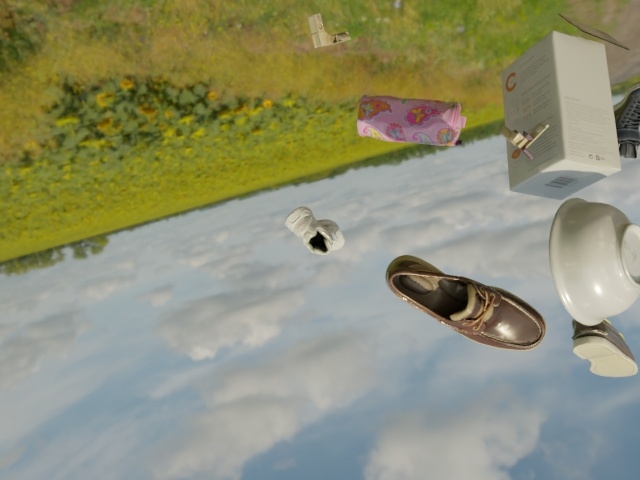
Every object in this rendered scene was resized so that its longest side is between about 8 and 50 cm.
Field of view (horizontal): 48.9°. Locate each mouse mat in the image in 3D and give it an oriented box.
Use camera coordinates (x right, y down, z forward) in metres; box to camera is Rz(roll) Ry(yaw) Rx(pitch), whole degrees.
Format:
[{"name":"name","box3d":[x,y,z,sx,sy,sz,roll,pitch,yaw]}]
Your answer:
[{"name":"mouse mat","box3d":[0.723,-0.555,1.867,0.152,0.007,0.190,17,-152,-12]}]

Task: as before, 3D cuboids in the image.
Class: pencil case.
[{"name":"pencil case","box3d":[0.240,-0.323,1.886,0.284,0.124,0.124,7,-167,17]}]

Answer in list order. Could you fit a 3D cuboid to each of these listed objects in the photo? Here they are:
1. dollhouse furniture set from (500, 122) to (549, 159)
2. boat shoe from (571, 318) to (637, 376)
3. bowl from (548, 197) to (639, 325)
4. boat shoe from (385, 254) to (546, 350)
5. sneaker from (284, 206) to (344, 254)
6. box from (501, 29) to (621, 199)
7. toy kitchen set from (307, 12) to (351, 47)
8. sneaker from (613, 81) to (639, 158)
[{"name":"dollhouse furniture set","box3d":[0.459,-0.262,1.610,0.081,0.091,0.114,-48,-141,12]},{"name":"boat shoe","box3d":[0.717,0.268,1.779,0.116,0.097,0.324,-16,147,33]},{"name":"bowl","box3d":[0.653,0.040,1.591,0.297,0.298,0.134,-21,-173,-42]},{"name":"boat shoe","box3d":[0.287,0.132,1.392,0.342,0.123,0.123,27,-173,4]},{"name":"sneaker","box3d":[0.000,0.000,1.825,0.090,0.115,0.232,-43,148,16]},{"name":"box","box3d":[0.590,-0.305,1.758,0.168,0.345,0.215,7,161,-20]},{"name":"toy kitchen set","box3d":[0.029,-0.496,1.640,0.083,0.075,0.068,-24,-162,-30]},{"name":"sneaker","box3d":[0.822,-0.304,1.841,0.086,0.164,0.226,10,161,-3]}]
